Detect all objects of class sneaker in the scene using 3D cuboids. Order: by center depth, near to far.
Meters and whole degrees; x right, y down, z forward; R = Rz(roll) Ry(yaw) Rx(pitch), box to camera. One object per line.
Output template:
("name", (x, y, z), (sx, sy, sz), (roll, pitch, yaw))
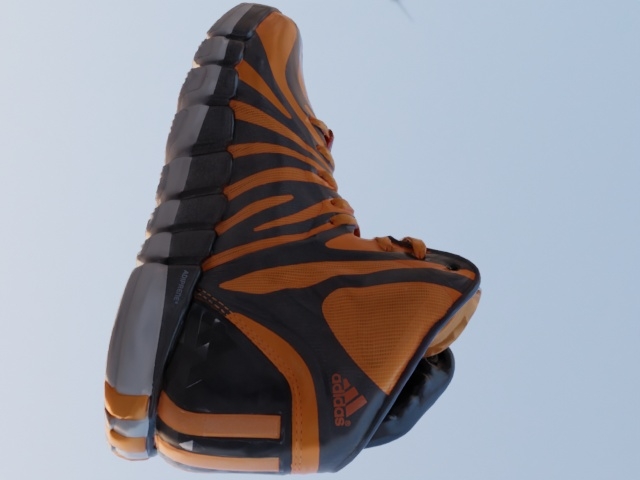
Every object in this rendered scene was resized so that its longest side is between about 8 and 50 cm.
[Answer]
("sneaker", (0.000, 0.000, 0.827), (0.180, 0.125, 0.321), (8, -129, 3))
